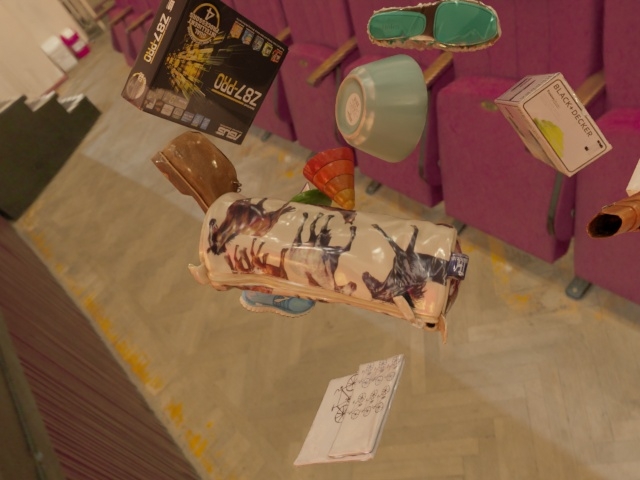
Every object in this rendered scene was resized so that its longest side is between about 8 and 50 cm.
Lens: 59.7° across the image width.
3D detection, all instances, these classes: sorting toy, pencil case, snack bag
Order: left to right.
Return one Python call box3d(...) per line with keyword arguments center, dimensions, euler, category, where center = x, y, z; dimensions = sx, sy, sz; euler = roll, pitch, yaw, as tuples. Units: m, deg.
box3d(center=(-0.002, -0.051, 1.288), dimensions=(0.127, 0.366, 0.126), euler=(-11, 62, -29), category="sorting toy")
box3d(center=(0.015, 0.032, 0.873), dimensions=(0.409, 0.160, 0.184), euler=(9, 39, 9), category="pencil case")
box3d(center=(0.081, 0.492, 1.613), dimensions=(0.342, 0.037, 0.323), euler=(-29, 24, 44), category="snack bag")

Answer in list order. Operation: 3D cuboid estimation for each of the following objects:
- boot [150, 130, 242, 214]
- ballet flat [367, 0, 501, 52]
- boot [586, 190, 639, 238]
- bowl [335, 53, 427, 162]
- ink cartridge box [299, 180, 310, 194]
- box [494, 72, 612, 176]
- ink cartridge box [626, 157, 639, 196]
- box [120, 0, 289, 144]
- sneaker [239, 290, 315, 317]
box3d(center=(-0.190, -0.086, 1.121), dimensions=(0.115, 0.305, 0.112), euler=(-43, 24, -5), category="boot")
box3d(center=(0.335, -0.623, 1.627), dimensions=(0.408, 0.147, 0.147), euler=(15, 59, 29), category="ballet flat")
box3d(center=(0.743, -0.095, 1.234), dimensions=(0.220, 0.283, 0.109), euler=(-17, 76, -15), category="boot")
box3d(center=(0.153, -0.385, 1.617), dimensions=(0.163, 0.312, 0.311), euler=(-2, 31, -26), category="bowl")
box3d(center=(0.000, 0.000, 1.885), dimensions=(0.069, 0.176, 0.371), euler=(-10, 73, -22), category="ink cartridge box")
box3d(center=(0.444, -0.236, 1.100), dimensions=(0.087, 0.169, 0.290), euler=(-36, 8, 16), category="box")
box3d(center=(0.962, -0.206, 1.518), dimensions=(0.117, 0.207, 0.283), euler=(22, 83, 45), category="ink cartridge box")
box3d(center=(-0.285, -0.446, 1.454), dimensions=(0.097, 0.394, 0.318), euler=(37, 103, 27), category="box")
box3d(center=(-0.079, 0.110, 1.137), dimensions=(0.063, 0.162, 0.073), euler=(51, 128, 55), category="sneaker")
